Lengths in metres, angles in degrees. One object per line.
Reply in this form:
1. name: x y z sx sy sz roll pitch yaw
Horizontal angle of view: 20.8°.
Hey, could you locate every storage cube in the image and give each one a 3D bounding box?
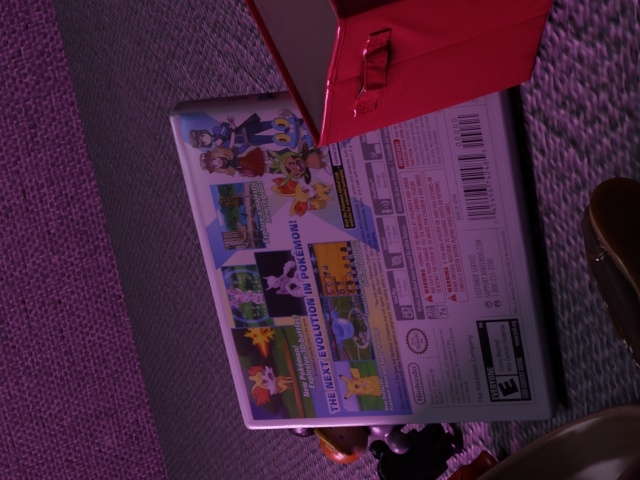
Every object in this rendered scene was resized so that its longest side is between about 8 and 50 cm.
1. storage cube: 0.055 -0.219 1.347 0.183 0.193 0.215 99 150 -61

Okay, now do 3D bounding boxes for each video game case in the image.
1. video game case: 0.042 0.018 1.556 0.036 0.300 0.329 -61 -37 -59

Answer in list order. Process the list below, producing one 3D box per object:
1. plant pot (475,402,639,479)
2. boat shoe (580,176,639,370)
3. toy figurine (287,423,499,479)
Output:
1. plant pot: 0.216 0.292 1.359 0.229 0.263 0.263 54 167 -7
2. boat shoe: 0.245 0.054 1.240 0.073 0.073 0.207 93 161 -58
3. toy figurine: 0.067 0.218 1.814 0.209 0.148 0.213 53 171 -20
